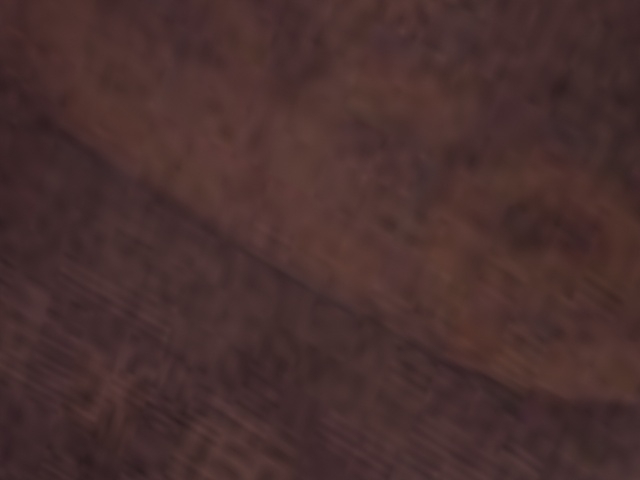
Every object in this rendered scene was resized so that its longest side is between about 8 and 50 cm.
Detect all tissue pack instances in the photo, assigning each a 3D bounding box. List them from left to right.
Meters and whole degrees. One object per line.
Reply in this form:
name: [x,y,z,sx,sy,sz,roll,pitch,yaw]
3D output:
tissue pack: [0.003,-0.022,0.391,0.394,0.288,0.124,-62,173,29]
